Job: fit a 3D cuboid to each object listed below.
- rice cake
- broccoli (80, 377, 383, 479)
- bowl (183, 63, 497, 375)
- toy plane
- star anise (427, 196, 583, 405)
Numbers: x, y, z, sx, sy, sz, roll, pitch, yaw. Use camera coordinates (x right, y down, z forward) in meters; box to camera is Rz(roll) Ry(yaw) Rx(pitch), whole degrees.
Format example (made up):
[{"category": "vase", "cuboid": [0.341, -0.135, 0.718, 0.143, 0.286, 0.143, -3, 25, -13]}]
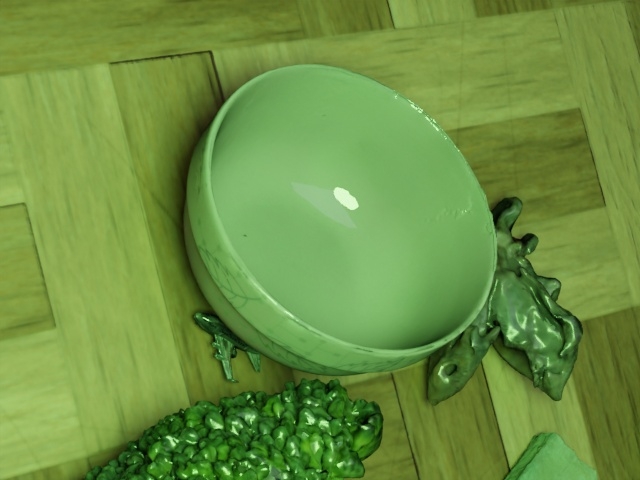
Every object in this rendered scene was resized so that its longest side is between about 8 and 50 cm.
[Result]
[{"category": "rice cake", "cuboid": [0.201, 0.293, 1.651, 0.124, 0.038, 0.211, 47, 58, -16]}, {"category": "broccoli", "cuboid": [-0.068, 0.246, 1.387, 0.288, 0.248, 0.245, -14, 113, -6]}, {"category": "bowl", "cuboid": [0.000, 0.000, 1.497, 0.287, 0.144, 0.287, 15, 56, -23]}, {"category": "toy plane", "cuboid": [-0.081, 0.085, 1.514, 0.083, 0.031, 0.078, 28, 64, -26]}, {"category": "star anise", "cuboid": [0.159, 0.039, 1.641, 0.198, 0.111, 0.257, -7, 77, -35]}]
